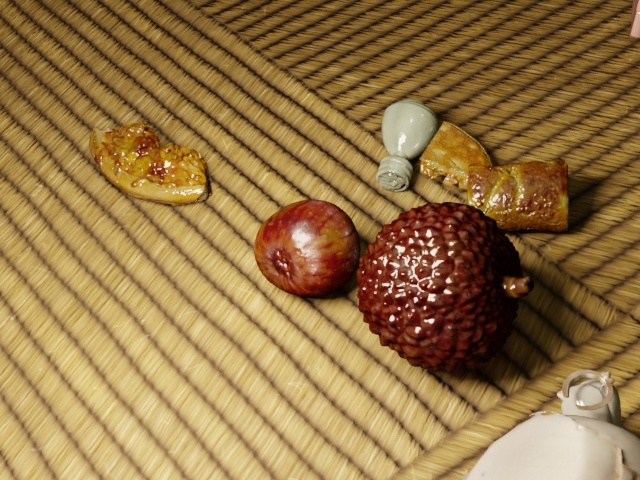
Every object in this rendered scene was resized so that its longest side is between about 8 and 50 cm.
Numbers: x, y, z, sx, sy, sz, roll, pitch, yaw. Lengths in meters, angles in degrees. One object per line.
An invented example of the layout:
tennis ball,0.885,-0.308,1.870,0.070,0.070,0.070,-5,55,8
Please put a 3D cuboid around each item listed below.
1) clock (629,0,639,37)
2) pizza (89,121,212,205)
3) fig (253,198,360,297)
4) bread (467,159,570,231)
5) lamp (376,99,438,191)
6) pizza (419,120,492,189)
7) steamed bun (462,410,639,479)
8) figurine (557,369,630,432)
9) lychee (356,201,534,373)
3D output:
clock,0.741,-0.473,2.394,0.241,0.142,0.227,10,46,7
pizza,-0.325,-0.152,2.286,0.305,0.085,0.161,24,52,30
fig,0.002,0.002,2.014,0.175,0.175,0.207,29,36,35
bread,0.335,-0.077,2.056,0.172,0.103,0.132,0,73,8
lamp,0.152,-0.176,2.214,0.106,0.106,0.193,8,56,19
pizza,0.236,-0.146,2.182,0.134,0.046,0.175,-3,45,-14
steamed bun,0.328,0.381,1.473,0.309,0.309,0.309,-6,43,5
figurine,0.370,0.248,1.668,0.132,0.153,0.132,-6,43,6
lychee,0.193,0.071,1.823,0.300,0.264,0.264,1,40,40
